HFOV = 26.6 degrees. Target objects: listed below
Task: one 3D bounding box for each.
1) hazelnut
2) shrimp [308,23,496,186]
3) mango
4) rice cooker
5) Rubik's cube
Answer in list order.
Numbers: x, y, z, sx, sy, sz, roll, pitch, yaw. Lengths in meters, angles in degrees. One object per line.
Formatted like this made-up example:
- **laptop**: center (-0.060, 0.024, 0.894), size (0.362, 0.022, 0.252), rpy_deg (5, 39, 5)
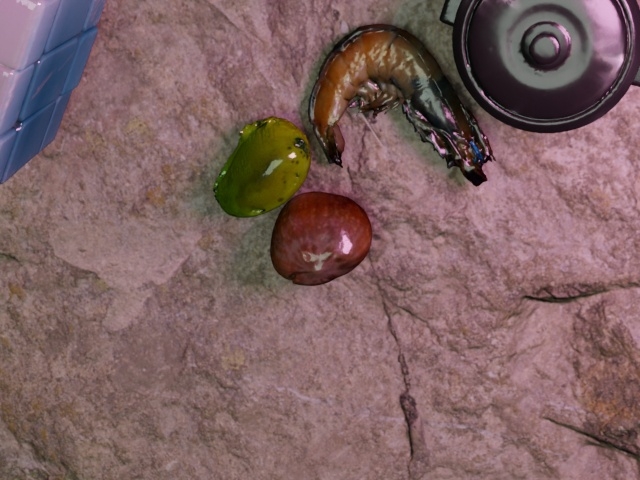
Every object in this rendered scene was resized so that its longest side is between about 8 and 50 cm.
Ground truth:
- **hazelnut**: center (0.000, 0.000, 1.982), size (0.154, 0.143, 0.143), rpy_deg (-9, 108, 14)
- **shrimp**: center (0.107, -0.162, 1.939), size (0.222, 0.054, 0.290), rpy_deg (-42, 94, 21)
- **mango**: center (-0.084, -0.101, 1.981), size (0.100, 0.119, 0.178), rpy_deg (18, 130, -42)
- **rice cooker**: center (0.298, -0.273, 1.763), size (0.280, 0.227, 0.241), rpy_deg (21, 113, 4)
- **Rubik's cube**: center (-0.512, -0.289, 1.880), size (0.318, 0.322, 0.316), rpy_deg (25, 112, 1)
